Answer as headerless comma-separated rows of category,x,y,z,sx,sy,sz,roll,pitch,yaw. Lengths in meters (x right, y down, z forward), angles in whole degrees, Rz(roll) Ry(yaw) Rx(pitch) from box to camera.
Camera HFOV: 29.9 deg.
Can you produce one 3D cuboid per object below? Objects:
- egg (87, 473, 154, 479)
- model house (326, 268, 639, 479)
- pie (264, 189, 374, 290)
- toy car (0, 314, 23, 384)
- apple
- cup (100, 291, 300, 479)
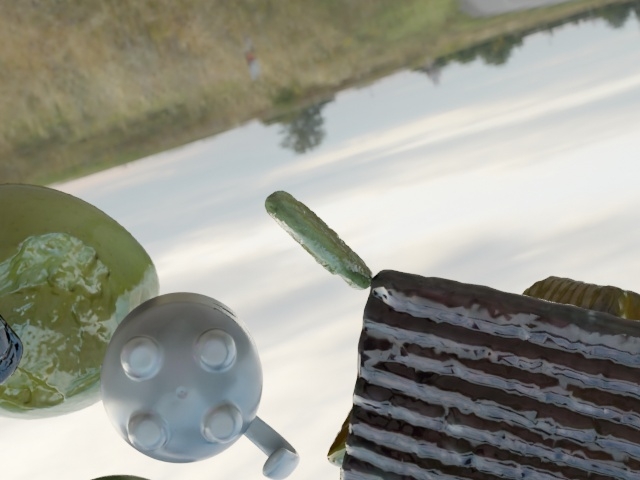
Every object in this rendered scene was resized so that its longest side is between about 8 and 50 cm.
egg,-0.178,0.330,1.124,0.177,0.228,0.177,-21,-167,5
model house,0.150,0.094,0.725,0.280,0.249,0.230,12,-139,20
pie,0.000,0.000,0.738,0.017,0.085,0.085,-46,-175,7
toy car,-0.344,0.083,1.183,0.055,0.142,0.069,-10,-151,43
apple,-0.329,0.073,1.366,0.279,0.279,0.279,-17,-173,2
cup,-0.105,0.132,0.975,0.134,0.173,0.142,-21,-176,-6
